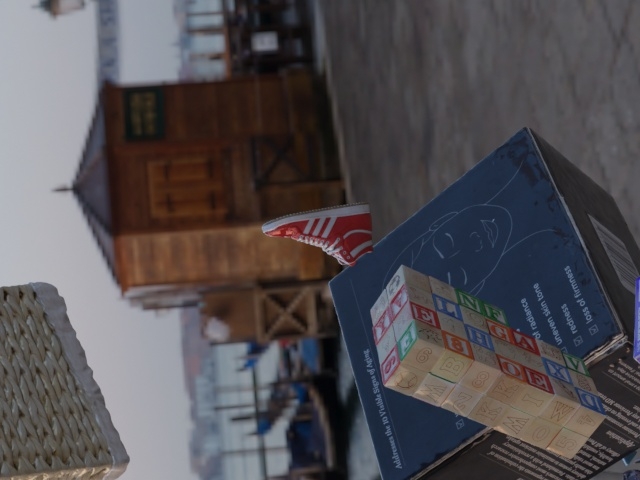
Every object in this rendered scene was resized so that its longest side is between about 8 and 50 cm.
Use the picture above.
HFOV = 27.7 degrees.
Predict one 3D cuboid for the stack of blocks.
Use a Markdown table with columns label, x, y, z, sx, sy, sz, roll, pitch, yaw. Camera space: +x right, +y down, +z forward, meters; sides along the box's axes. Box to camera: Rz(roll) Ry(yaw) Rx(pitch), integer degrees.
| label | x | y | z | sx | sy | sz | roll | pitch | yaw |
| --- | --- | --- | --- | --- | --- | --- | --- | --- | --- |
| stack of blocks | 0.223 | 0.164 | 1.752 | 0.087 | 0.297 | 0.171 | -58 | 20 | 26 |

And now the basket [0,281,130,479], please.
| label | x | y | z | sx | sy | sz | roll | pitch | yaw |
| --- | --- | --- | --- | --- | --- | --- | --- | --- | --- |
| basket | -0.503 | 0.272 | 1.829 | 0.328 | 0.266 | 0.331 | -45 | 60 | 30 |

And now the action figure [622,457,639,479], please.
| label | x | y | z | sx | sy | sz | roll | pitch | yaw |
| --- | --- | --- | --- | --- | --- | --- | --- | --- | --- |
| action figure | 0.365 | 0.296 | 1.433 | 0.285 | 0.099 | 0.185 | -60 | -21 | -2 |

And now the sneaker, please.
| label | x | y | z | sx | sy | sz | roll | pitch | yaw |
| --- | --- | --- | --- | --- | --- | --- | --- | --- | --- |
| sneaker | 0.000 | 0.000 | 1.386 | 0.042 | 0.118 | 0.067 | 170 | 91 | -83 |

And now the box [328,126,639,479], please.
| label | x | y | z | sx | sy | sz | roll | pitch | yaw |
| --- | --- | --- | --- | --- | --- | --- | --- | --- | --- |
| box | 0.313 | 0.161 | 2.174 | 0.297 | 0.472 | 0.480 | 32 | -150 | -39 |

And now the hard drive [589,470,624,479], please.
| label | x | y | z | sx | sy | sz | roll | pitch | yaw |
| --- | --- | --- | --- | --- | --- | --- | --- | --- | --- |
| hard drive | 0.428 | 0.489 | 2.217 | 0.040 | 0.308 | 0.203 | 25 | -109 | -55 |

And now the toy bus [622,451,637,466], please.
| label | x | y | z | sx | sy | sz | roll | pitch | yaw |
| --- | --- | --- | --- | --- | --- | --- | --- | --- | --- |
| toy bus | 0.583 | 0.288 | 2.319 | 0.191 | 0.202 | 0.104 | 48 | 173 | 16 |

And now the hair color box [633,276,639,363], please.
| label | x | y | z | sx | sy | sz | roll | pitch | yaw |
| --- | --- | --- | --- | --- | --- | --- | --- | --- | --- |
| hair color box | 0.581 | 0.187 | 1.791 | 0.110 | 0.339 | 0.185 | -36 | 19 | 32 |
